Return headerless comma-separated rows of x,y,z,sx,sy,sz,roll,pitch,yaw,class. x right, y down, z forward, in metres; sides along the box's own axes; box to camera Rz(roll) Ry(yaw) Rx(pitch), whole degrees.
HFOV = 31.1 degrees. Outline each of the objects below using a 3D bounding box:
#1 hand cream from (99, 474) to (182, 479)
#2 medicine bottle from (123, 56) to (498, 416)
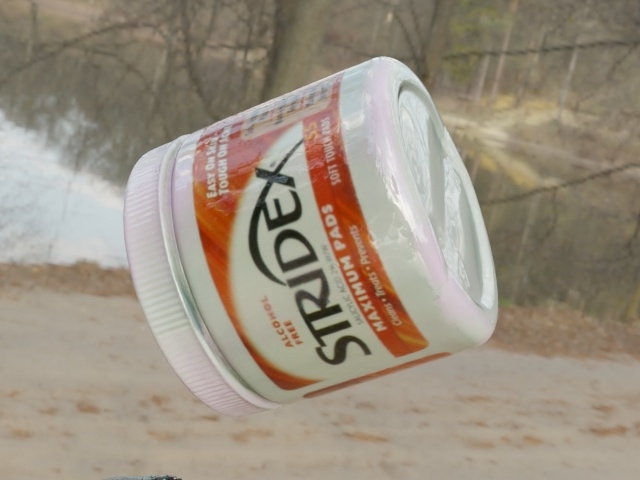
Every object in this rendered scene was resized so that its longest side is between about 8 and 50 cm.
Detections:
-0.154,0.255,1.071,0.120,0.061,0.270,34,-29,-23,hand cream
0.000,0.000,0.973,0.241,0.252,0.252,-20,-2,20,medicine bottle
